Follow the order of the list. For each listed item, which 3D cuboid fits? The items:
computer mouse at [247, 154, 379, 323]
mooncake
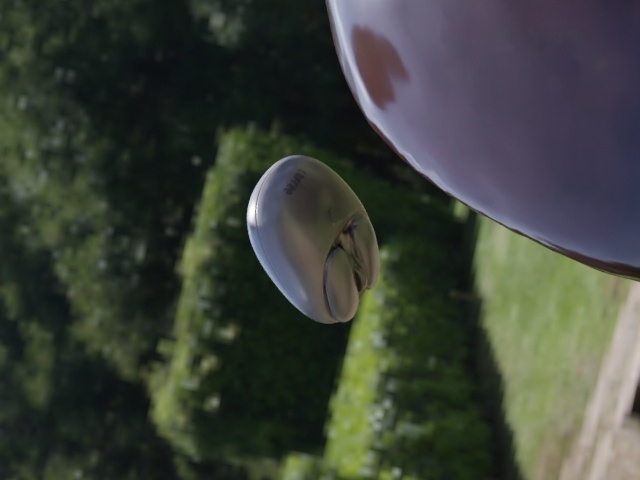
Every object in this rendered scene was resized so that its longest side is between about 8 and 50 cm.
[{"bbox_3d":[0.001,-0.001,0.984,0.096,0.039,0.066,55,-127,-26],"label":"computer mouse"},{"bbox_3d":[0.170,-0.122,0.802,0.326,0.333,0.174,-102,11,-54],"label":"mooncake"}]
